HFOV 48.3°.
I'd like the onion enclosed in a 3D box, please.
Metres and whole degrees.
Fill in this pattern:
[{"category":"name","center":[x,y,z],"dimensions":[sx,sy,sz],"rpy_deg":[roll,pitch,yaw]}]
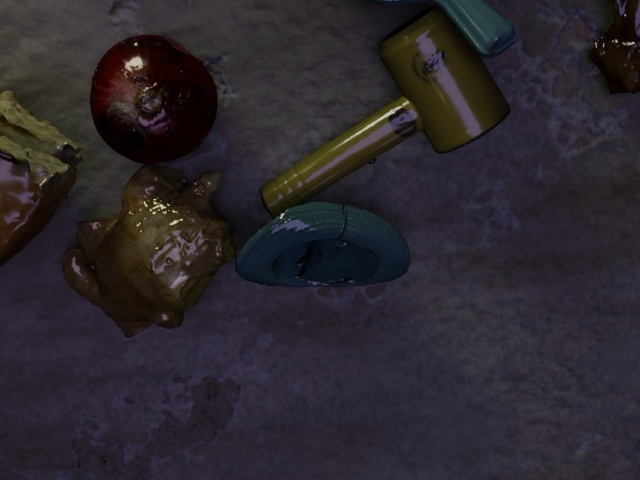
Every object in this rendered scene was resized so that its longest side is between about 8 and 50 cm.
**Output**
[{"category":"onion","center":[-0.167,-0.140,0.720],"dimensions":[0.131,0.131,0.131],"rpy_deg":[-1,105,-4]}]

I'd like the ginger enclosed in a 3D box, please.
[{"category":"ginger","center":[-0.173,0.005,0.767],"dimensions":[0.157,0.102,0.216],"rpy_deg":[46,103,12]}]

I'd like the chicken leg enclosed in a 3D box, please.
[{"category":"chicken leg","center":[0.327,-0.304,0.738],"dimensions":[0.113,0.093,0.304],"rpy_deg":[3,114,12]}]

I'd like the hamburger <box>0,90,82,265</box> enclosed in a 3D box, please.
[{"category":"hamburger","center":[-0.465,-0.056,0.638],"dimensions":[0.446,0.268,0.287],"rpy_deg":[22,101,-15]}]

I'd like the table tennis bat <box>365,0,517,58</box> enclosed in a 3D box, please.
[{"category":"table tennis bat","center":[0.097,-0.268,0.695],"dimensions":[0.153,0.040,0.244],"rpy_deg":[-37,74,-8]}]

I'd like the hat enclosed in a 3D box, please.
[{"category":"hat","center":[0.000,0.000,0.783],"dimensions":[0.191,0.077,0.138],"rpy_deg":[4,146,-14]}]

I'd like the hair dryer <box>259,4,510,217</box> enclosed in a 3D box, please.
[{"category":"hair dryer","center":[0.048,-0.121,0.765],"dimensions":[0.279,0.090,0.135],"rpy_deg":[-32,106,10]}]
